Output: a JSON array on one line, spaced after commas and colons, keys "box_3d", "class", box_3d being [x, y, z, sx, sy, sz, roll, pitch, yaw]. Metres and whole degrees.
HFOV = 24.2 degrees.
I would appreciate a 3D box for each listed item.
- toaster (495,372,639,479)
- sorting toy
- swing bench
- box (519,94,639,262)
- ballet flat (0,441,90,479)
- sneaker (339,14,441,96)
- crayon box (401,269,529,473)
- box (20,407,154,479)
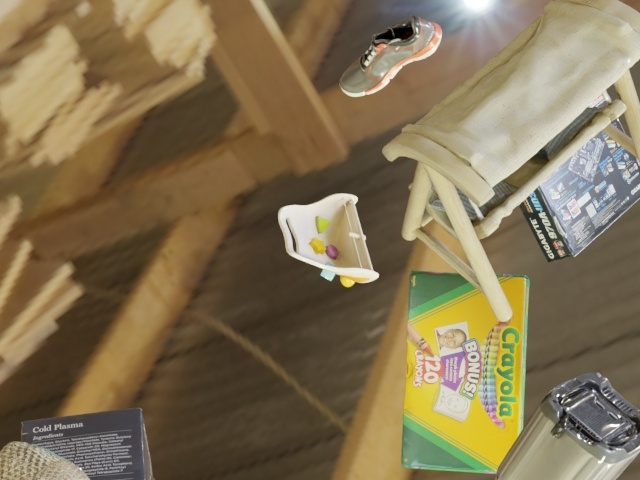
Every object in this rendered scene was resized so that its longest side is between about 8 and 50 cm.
[{"box_3d": [0.316, 0.269, 1.884, 0.227, 0.129, 0.146, -16, 142, -59], "class": "toaster"}, {"box_3d": [0.000, 0.000, 1.246, 0.045, 0.075, 0.083, -44, -134, 37], "class": "sorting toy"}, {"box_3d": [0.208, -0.101, 1.525, 0.253, 0.254, 0.165, -40, -121, -14], "class": "swing bench"}, {"box_3d": [0.352, -0.096, 2.064, 0.051, 0.175, 0.220, -17, -164, 49], "class": "box"}, {"box_3d": [-0.449, 0.435, 1.699, 0.182, 0.164, 0.483, 29, -105, 34], "class": "ballet flat"}, {"box_3d": [0.078, -0.246, 1.925, 0.158, 0.065, 0.061, -32, -129, 27], "class": "sneaker"}, {"box_3d": [0.206, 0.185, 2.114, 0.165, 0.278, 0.081, 2, 177, 12], "class": "crayon box"}, {"box_3d": [-0.313, 0.469, 2.109, 0.179, 0.343, 0.312, -7, -138, -5], "class": "box"}]
